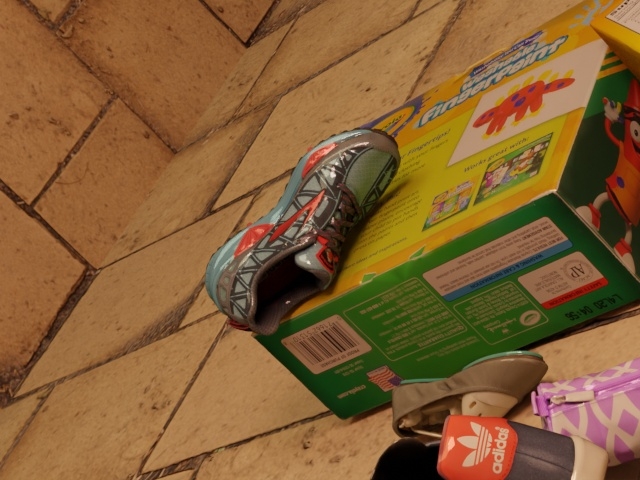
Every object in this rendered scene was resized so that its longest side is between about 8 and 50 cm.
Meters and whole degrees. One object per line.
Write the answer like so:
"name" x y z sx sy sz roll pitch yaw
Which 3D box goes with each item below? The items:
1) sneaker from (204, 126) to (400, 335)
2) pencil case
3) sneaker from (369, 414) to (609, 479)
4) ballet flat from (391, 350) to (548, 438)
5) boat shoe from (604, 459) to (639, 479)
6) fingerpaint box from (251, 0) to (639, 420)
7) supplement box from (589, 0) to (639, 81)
"sneaker" 0.000 0.000 1.837 0.262 0.104 0.125 -48 36 7
"pencil case" 0.269 0.122 1.394 0.206 0.088 0.086 -20 39 5
"sneaker" 0.092 0.234 1.386 0.350 0.148 0.131 119 169 -49
"ballet flat" 0.147 0.161 1.725 0.213 0.072 0.068 -21 57 52
"boat shoe" 0.229 0.221 1.442 0.206 0.075 0.065 -60 -20 -24
"fingerpaint box" 0.181 -0.040 1.899 0.445 0.163 0.371 -28 26 41
"supplement box" 0.428 -0.168 1.599 0.194 0.195 0.356 -43 19 4
